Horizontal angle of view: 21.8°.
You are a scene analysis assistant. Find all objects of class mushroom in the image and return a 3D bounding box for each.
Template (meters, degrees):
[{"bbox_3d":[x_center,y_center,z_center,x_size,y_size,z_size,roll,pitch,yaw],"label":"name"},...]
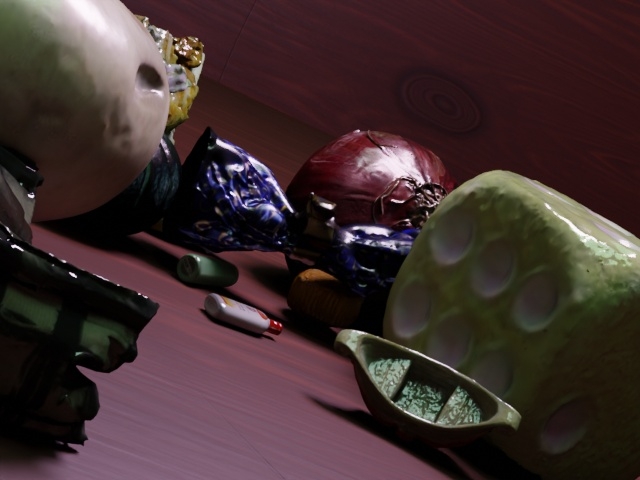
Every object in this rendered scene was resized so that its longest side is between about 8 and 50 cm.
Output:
[{"bbox_3d":[-0.305,-0.171,1.397,0.353,0.353,0.325,32,29,30],"label":"mushroom"}]

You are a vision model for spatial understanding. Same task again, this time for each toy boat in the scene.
[{"bbox_3d":[0.093,0.142,1.532,0.185,0.089,0.071,25,-36,9],"label":"toy boat"}]

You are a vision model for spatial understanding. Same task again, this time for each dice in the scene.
[{"bbox_3d":[0.234,0.094,1.685,0.249,0.254,0.252,20,12,-40],"label":"dice"}]

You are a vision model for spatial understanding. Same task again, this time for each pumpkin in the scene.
[{"bbox_3d":[-0.238,-0.088,1.734,0.202,0.140,0.202,24,8,-3],"label":"pumpkin"}]

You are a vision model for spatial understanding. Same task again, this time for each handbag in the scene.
[{"bbox_3d":[-0.302,-0.021,1.103,0.327,0.162,0.325,31,8,-35],"label":"handbag"}]

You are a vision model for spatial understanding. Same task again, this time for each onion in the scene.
[{"bbox_3d":[0.084,0.003,1.956,0.281,0.281,0.221,30,52,22],"label":"onion"}]

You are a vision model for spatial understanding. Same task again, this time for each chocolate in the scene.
[{"bbox_3d":[0.005,-0.001,1.769,0.343,0.126,0.148,23,-26,-5],"label":"chocolate"}]

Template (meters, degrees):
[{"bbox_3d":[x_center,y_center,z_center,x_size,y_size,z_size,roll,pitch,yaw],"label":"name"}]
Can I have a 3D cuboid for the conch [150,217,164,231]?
[{"bbox_3d":[-0.169,-0.043,1.899,0.200,0.079,0.095,7,27,-15],"label":"conch"}]

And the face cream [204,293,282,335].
[{"bbox_3d":[-0.074,0.076,1.645,0.083,0.021,0.040,22,10,-32],"label":"face cream"}]

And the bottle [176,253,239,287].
[{"bbox_3d":[-0.117,0.033,1.744,0.030,0.030,0.083,31,9,28],"label":"bottle"}]

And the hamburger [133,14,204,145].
[{"bbox_3d":[-0.272,-0.189,2.145,0.288,0.192,0.167,0,-18,41],"label":"hamburger"}]

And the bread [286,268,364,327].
[{"bbox_3d":[0.004,0.069,1.816,0.085,0.053,0.085,17,13,-4],"label":"bread"}]
